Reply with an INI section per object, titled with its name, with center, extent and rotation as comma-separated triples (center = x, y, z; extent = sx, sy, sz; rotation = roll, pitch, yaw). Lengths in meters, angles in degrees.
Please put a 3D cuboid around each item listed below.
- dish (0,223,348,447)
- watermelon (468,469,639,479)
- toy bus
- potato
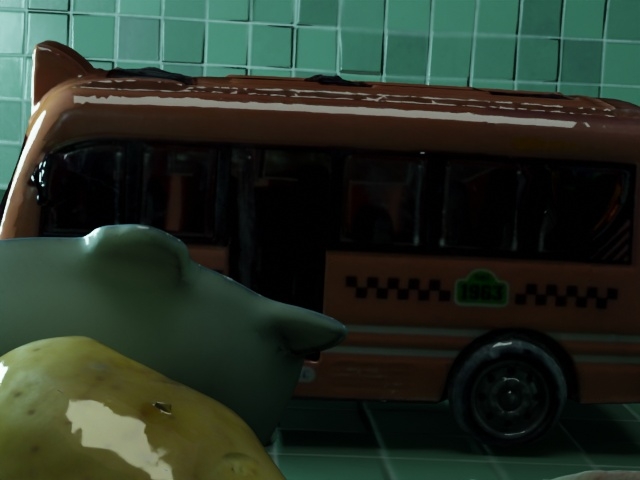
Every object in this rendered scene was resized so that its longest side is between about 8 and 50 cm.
[dish]
center = -0.100, 0.086, 0.838
extent = 0.228, 0.086, 0.236
rotation = 1, -30, 9
[watermelon]
center = 0.159, 0.129, 0.306
extent = 0.148, 0.226, 0.318
rotation = 38, 0, -39
[toy bus]
center = 0.000, 0.000, 1.114
extent = 0.427, 0.233, 0.203
rotation = 3, 7, -6
[potato]
center = -0.064, 0.108, 0.606
extent = 0.118, 0.109, 0.178
rotation = 16, 31, -48
